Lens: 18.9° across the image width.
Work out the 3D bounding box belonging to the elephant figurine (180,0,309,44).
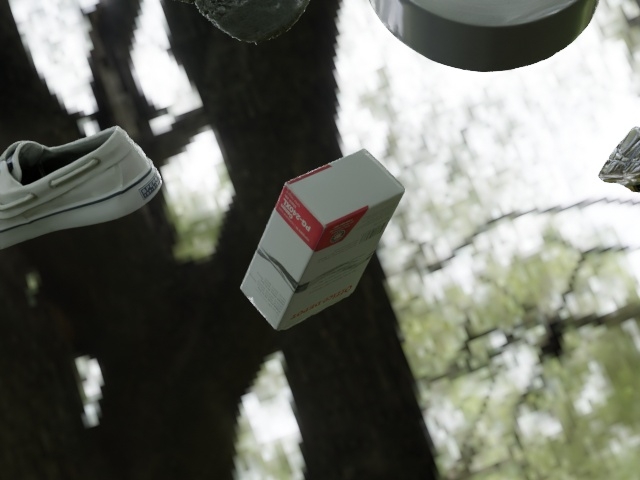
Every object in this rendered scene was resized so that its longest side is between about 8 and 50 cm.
[{"bbox_3d":[-0.061,-0.220,1.334,0.239,0.169,0.186,-43,0,-7],"label":"elephant figurine"}]

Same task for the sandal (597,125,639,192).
[{"bbox_3d":[0.344,-0.079,2.043,0.072,0.049,0.180,-50,13,-3],"label":"sandal"}]

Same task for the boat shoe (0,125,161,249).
[{"bbox_3d":[-0.272,-0.056,1.837,0.258,0.095,0.084,-15,-61,27],"label":"boat shoe"}]

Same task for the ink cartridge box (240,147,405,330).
[{"bbox_3d":[0.000,0.000,1.790,0.109,0.063,0.150,-26,-27,-40],"label":"ink cartridge box"}]

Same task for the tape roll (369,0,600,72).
[{"bbox_3d":[0.147,-0.258,1.712,0.219,0.219,0.072,-17,-29,-10],"label":"tape roll"}]
